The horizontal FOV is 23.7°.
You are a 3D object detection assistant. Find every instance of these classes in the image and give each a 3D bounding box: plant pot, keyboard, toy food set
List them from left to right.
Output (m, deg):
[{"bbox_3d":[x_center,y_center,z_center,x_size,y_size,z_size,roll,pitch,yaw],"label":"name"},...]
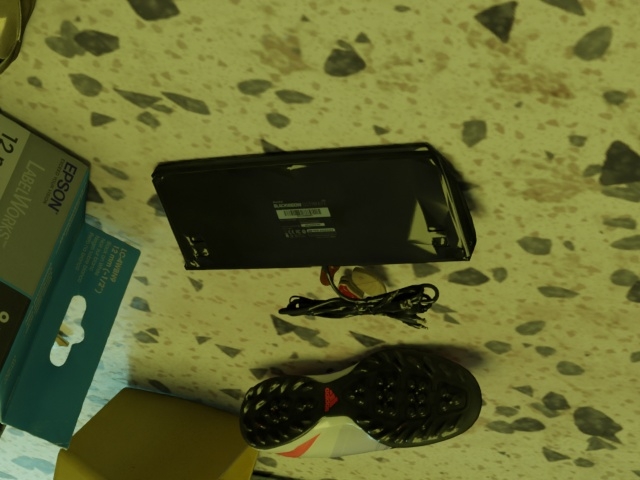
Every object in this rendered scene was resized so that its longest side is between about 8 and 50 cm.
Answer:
[{"bbox_3d":[-0.217,0.309,1.889,0.187,0.212,0.212,31,132,15],"label":"plant pot"},{"bbox_3d":[0.000,0.000,1.456,0.317,0.033,0.201,-2,123,29],"label":"keyboard"},{"bbox_3d":[0.018,0.025,1.528,0.078,0.019,0.122,-5,142,32],"label":"toy food set"}]

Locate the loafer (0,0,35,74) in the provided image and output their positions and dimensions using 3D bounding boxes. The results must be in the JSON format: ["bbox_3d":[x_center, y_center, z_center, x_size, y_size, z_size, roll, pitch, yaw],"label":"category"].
[{"bbox_3d":[-0.281,-0.186,1.318,0.056,0.050,0.148,18,148,-1],"label":"loafer"}]

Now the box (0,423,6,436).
[{"bbox_3d":[-0.507,0.179,1.938,0.207,0.108,0.153,34,144,-26],"label":"box"}]

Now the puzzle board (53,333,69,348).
[{"bbox_3d":[-0.381,0.106,1.857,0.128,0.011,0.096,-10,138,36],"label":"puzzle board"}]

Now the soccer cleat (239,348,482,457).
[{"bbox_3d":[0.059,0.191,1.707,0.318,0.109,0.116,-12,158,36],"label":"soccer cleat"}]

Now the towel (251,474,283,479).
[{"bbox_3d":[-0.066,0.434,2.137,0.374,0.090,0.320,7,148,15],"label":"towel"}]

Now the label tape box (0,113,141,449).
[{"bbox_3d":[-0.334,0.011,1.458,0.347,0.249,0.115,30,146,-20],"label":"label tape box"}]
